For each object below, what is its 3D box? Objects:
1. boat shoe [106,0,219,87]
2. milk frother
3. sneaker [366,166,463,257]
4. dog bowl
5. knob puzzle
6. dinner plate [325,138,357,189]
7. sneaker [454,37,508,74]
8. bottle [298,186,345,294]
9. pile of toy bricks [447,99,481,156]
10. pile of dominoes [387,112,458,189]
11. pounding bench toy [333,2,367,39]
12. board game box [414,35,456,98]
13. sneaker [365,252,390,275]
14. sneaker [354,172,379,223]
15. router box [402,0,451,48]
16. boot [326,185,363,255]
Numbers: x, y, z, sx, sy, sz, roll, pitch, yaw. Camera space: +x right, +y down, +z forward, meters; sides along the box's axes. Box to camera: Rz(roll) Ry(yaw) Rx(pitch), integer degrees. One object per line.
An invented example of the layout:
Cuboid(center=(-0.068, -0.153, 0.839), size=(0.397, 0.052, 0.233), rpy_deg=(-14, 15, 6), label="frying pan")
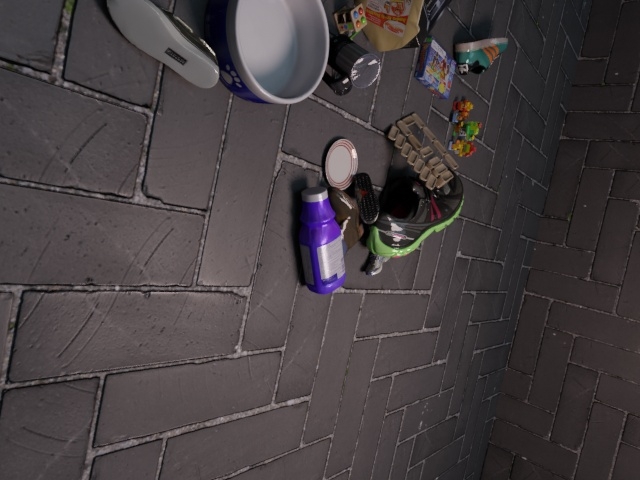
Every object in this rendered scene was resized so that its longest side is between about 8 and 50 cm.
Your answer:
Cuboid(center=(-0.272, -0.363, 0.806), size=(0.219, 0.078, 0.070), rpy_deg=(35, 39, -45), label="boat shoe")
Cuboid(center=(0.081, -0.419, 1.144), size=(0.143, 0.134, 0.129), rpy_deg=(22, 115, -47), label="milk frother")
Cuboid(center=(0.325, -0.130, 1.483), size=(0.483, 0.185, 0.202), rpy_deg=(-40, 133, -37), label="sneaker")
Cuboid(center=(-0.104, -0.422, 0.950), size=(0.265, 0.104, 0.264), rpy_deg=(-17, 113, -46), label="dog bowl")
Cuboid(center=(0.176, -0.584, 1.179), size=(0.030, 0.213, 0.213), rpy_deg=(-49, 134, -29), label="knob puzzle")
Cuboid(center=(0.056, -0.212, 1.270), size=(0.141, 0.017, 0.141), rpy_deg=(-19, 116, -46), label="dinner plate")
Cuboid(center=(0.601, -0.692, 1.706), size=(0.302, 0.108, 0.121), rpy_deg=(-24, 120, -34), label="sneaker")
Cuboid(center=(0.000, 0.000, 1.209), size=(0.118, 0.092, 0.282), rpy_deg=(-32, 124, -41), label="bottle")
Cuboid(center=(0.560, -0.429, 1.728), size=(0.118, 0.105, 0.212), rpy_deg=(-5, 104, -49), label="pile of toy bricks")
Cuboid(center=(0.319, -0.280, 1.458), size=(0.196, 0.040, 0.251), rpy_deg=(-32, 82, -38), label="pile of dominoes")
Cuboid(center=(0.084, -0.551, 1.163), size=(0.052, 0.065, 0.083), rpy_deg=(-49, 134, -29), label="pounding bench toy")
Cuboid(center=(0.394, -0.581, 1.542), size=(0.201, 0.035, 0.136), rpy_deg=(12, 92, -51), label="board game box")
Cuboid(center=(0.179, 0.060, 1.480), size=(0.135, 0.052, 0.058), rpy_deg=(-48, 124, -39), label="sneaker")
Cuboid(center=(0.132, -0.113, 1.313), size=(0.075, 0.057, 0.161), rpy_deg=(81, -2, -66), label="sneaker")
Cuboid(center=(0.289, -0.761, 1.329), size=(0.309, 0.081, 0.243), rpy_deg=(-56, 137, -22), label="router box")
Cuboid(center=(0.054, -0.046, 1.267), size=(0.106, 0.082, 0.219), rpy_deg=(-57, 139, -25), label="boot")
